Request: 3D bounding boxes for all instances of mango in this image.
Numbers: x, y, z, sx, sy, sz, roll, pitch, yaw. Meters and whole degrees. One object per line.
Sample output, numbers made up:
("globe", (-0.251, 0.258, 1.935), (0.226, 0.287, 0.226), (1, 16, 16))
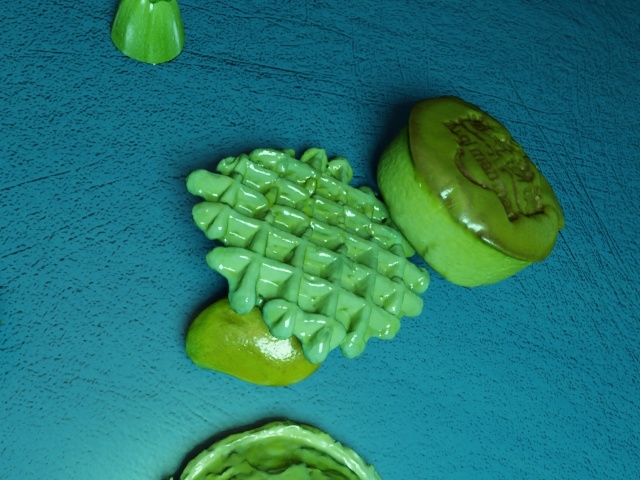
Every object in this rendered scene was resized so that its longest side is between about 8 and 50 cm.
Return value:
("mango", (-0.070, 0.111, 0.653), (0.165, 0.089, 0.115), (19, 75, -7))

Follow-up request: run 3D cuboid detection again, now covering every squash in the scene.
("squash", (-0.229, -0.317, 0.735), (0.105, 0.132, 0.105), (7, 66, -16))

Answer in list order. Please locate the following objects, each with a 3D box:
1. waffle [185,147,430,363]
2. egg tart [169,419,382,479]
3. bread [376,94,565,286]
("waffle", (0.000, 0.000, 0.678), (0.309, 0.056, 0.292), (-14, 64, -45))
("egg tart", (-0.029, 0.344, 0.555), (0.315, 0.120, 0.315), (7, 70, -20))
("bread", (0.203, -0.068, 0.743), (0.270, 0.148, 0.269), (20, 47, -24))
